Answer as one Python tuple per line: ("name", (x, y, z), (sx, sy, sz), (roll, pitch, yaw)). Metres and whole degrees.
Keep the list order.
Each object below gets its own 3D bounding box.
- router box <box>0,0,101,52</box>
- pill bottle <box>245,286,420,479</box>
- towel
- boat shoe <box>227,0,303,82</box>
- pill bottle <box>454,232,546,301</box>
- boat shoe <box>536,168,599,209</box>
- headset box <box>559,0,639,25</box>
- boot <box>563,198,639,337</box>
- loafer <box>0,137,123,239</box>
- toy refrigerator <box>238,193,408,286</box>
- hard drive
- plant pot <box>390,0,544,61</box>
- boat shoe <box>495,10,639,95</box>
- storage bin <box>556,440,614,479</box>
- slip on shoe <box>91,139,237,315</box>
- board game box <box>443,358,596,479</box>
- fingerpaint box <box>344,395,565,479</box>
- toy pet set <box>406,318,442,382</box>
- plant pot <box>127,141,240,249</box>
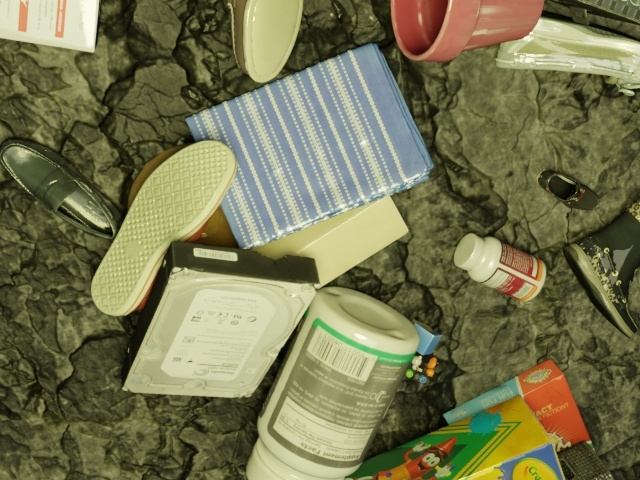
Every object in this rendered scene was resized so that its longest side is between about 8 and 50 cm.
("router box", (-0.447, -0.452, 1.171), (0.301, 0.082, 0.335), (7, 109, -14))
("pill bottle", (0.012, 0.280, 1.475), (0.204, 0.204, 0.361), (19, 106, -17))
("towel", (-0.017, -0.150, 1.340), (0.336, 0.040, 0.243), (-23, 85, -1))
("boat shoe", (-0.093, -0.402, 1.254), (0.116, 0.097, 0.324), (-22, 126, -47))
("pill bottle", (0.319, 0.045, 1.510), (0.152, 0.086, 0.086), (25, 104, -19))
("boat shoe", (0.447, -0.085, 1.512), (0.133, 0.042, 0.049), (25, 102, -20))
("headset box", (0.427, -0.464, 1.251), (0.131, 0.246, 0.283), (15, 106, -15))
("boot", (0.576, 0.054, 1.567), (0.178, 0.085, 0.236), (-38, 112, 2))
("loafer", (-0.403, -0.079, 1.323), (0.223, 0.078, 0.076), (39, 99, -21))
("toy refrigerator", (0.000, 0.000, 1.419), (0.269, 0.094, 0.102), (-32, 134, 3))
("hard drive", (-0.170, 0.142, 1.366), (0.237, 0.064, 0.339), (9, 137, -24))
("plant pot", (0.227, -0.372, 1.280), (0.180, 0.201, 0.201), (-4, 111, -20))
("boat shoe", (0.448, -0.299, 1.395), (0.320, 0.118, 0.103), (12, 114, -11))
("storage bin", (0.517, 0.494, 1.629), (0.084, 0.122, 0.180), (-24, 113, -1))
("slip on shoe", (-0.237, -0.019, 1.333), (0.123, 0.101, 0.331), (42, 106, 21))
("board game box", (0.414, 0.422, 1.684), (0.242, 0.064, 0.316), (-28, 113, 0))
("fingerpaint box", (0.298, 0.570, 1.595), (0.371, 0.163, 0.444), (-23, 114, 0))
("toy pet set", (0.177, 0.211, 1.556), (0.122, 0.065, 0.114), (25, 104, -19))
("plant pot", (-0.200, -0.045, 1.403), (0.236, 0.032, 0.236), (-4, 111, -11))
